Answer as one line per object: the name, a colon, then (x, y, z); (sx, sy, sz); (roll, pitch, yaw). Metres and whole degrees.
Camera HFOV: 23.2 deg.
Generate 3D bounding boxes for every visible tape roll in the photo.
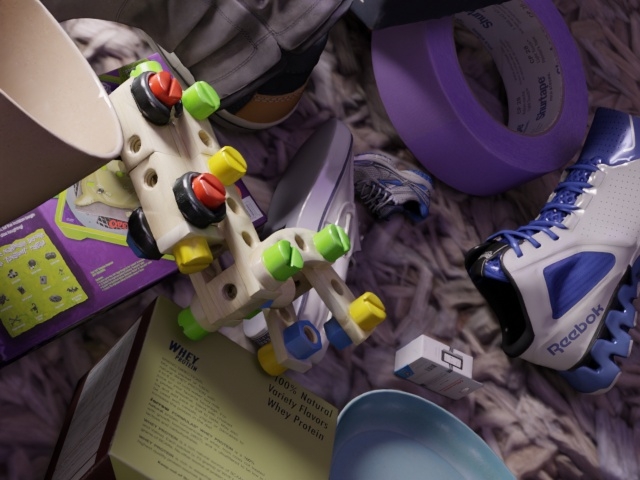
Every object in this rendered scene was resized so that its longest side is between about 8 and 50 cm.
tape roll: (0.188, -0.194, 1.801); (0.275, 0.090, 0.274); (18, 62, -37)

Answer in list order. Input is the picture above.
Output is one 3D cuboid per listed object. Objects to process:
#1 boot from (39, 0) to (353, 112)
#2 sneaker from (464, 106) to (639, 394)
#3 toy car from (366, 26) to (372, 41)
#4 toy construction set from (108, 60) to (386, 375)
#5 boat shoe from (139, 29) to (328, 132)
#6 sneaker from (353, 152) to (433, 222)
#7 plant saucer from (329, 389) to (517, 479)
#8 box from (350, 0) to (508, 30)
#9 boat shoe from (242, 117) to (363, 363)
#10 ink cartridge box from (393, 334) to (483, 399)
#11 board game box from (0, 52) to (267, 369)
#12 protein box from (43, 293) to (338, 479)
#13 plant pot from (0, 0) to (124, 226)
boot: (-0.154, -0.207, 1.466); (0.222, 0.338, 0.118); (58, 9, -16)
sneaker: (0.263, 0.001, 1.700); (0.182, 0.127, 0.315); (13, 89, -20)
toy car: (0.043, -0.266, 1.796); (0.122, 0.040, 0.060); (17, 55, -30)
toy construction set: (-0.093, -0.038, 1.353); (0.215, 0.151, 0.327); (11, 34, -55)
boat shoe: (-0.175, -0.336, 1.595); (0.500, 0.156, 0.187); (49, 48, -1)
sneaker: (0.068, -0.054, 1.685); (0.135, 0.052, 0.058); (14, 61, -30)
plant saucer: (0.113, 0.287, 1.476); (0.318, 0.044, 0.317); (33, 34, -27)
box: (0.081, -0.560, 1.613); (0.297, 0.471, 0.480); (-21, 57, -41)
boat shoe: (0.000, 0.000, 1.571); (0.088, 0.096, 0.267); (31, 50, -24)
ink cartridge box: (0.124, 0.132, 1.617); (0.083, 0.048, 0.028); (26, 51, -25)
board game box: (-0.225, -0.036, 1.453); (0.347, 0.056, 0.208); (-29, 88, -44)
protein box: (-0.110, 0.195, 1.308); (0.200, 0.136, 0.201); (34, 33, -17)
plant pot: (-0.339, -0.078, 1.215); (0.256, 0.274, 0.256); (47, 13, -14)
